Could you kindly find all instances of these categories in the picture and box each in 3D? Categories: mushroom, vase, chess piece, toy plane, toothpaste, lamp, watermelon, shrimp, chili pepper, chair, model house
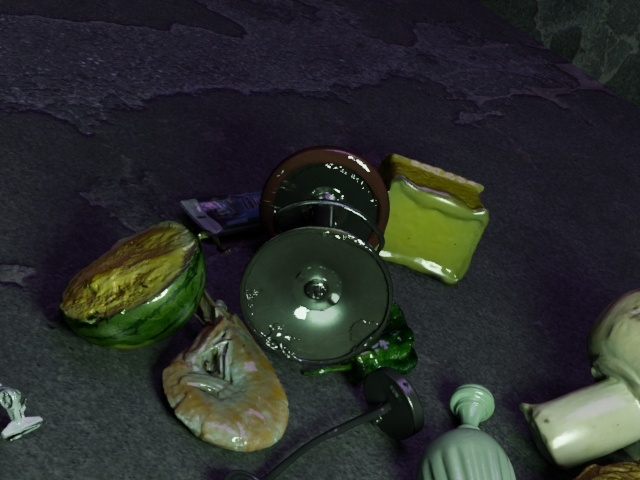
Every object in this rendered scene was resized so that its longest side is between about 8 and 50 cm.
[{"bbox_3d":[0.474,0.247,2.083,0.336,0.314,0.314,-22,41,-10],"label":"mushroom"},{"bbox_3d":[0.200,0.362,1.777,0.128,0.128,0.248,13,38,-19],"label":"vase"},{"bbox_3d":[0.220,0.265,2.030,0.067,0.067,0.103,21,35,-4],"label":"chess piece"},{"bbox_3d":[-0.460,0.131,1.710,0.182,0.107,0.273,-7,44,-37],"label":"toy plane"},{"bbox_3d":[-0.067,-0.059,2.395,0.392,0.061,0.099,-9,43,-43],"label":"toothpaste"},{"bbox_3d":[0.005,0.252,1.827,0.371,0.108,0.130,-9,51,-49],"label":"lamp"},{"bbox_3d":[-0.240,0.074,1.912,0.232,0.127,0.204,-32,29,-15],"label":"watermelon"},{"bbox_3d":[-0.147,0.173,1.904,0.168,0.077,0.317,3,36,-29],"label":"shrimp"},{"bbox_3d":[0.088,0.161,2.115,0.122,0.065,0.279,21,23,18],"label":"chili pepper"},{"bbox_3d":[0.000,0.000,2.142,0.226,0.227,0.401,19,23,-7],"label":"chair"},{"bbox_3d":[0.188,-0.066,2.475,0.193,0.175,0.234,19,30,-6],"label":"model house"}]

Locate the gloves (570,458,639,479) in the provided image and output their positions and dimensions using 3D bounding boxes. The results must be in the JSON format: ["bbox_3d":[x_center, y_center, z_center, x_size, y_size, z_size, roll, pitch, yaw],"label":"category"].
[{"bbox_3d":[0.398,0.389,1.832,0.203,0.155,0.356,28,28,11],"label":"gloves"}]
